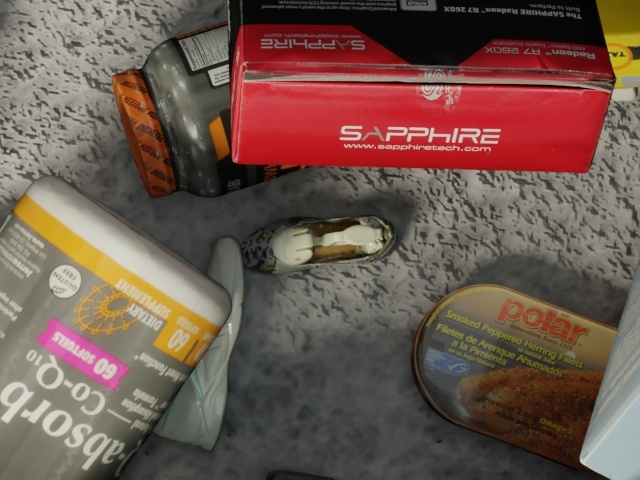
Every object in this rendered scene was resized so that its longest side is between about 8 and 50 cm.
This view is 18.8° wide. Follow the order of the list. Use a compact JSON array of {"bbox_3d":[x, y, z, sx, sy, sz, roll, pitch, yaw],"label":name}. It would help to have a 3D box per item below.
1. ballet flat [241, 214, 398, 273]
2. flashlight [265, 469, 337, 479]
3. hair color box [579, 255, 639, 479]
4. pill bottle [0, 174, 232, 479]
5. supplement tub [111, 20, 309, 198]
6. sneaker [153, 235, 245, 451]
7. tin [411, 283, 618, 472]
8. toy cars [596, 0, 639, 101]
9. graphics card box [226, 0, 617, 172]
[{"bbox_3d":[0.000,0.000,1.384,0.114,0.041,0.041,-6,83,-7],"label":"ballet flat"},{"bbox_3d":[0.104,0.232,1.331,0.304,0.103,0.103,13,82,-4],"label":"flashlight"},{"bbox_3d":[0.310,0.039,1.271,0.185,0.113,0.374,30,40,-2],"label":"hair color box"},{"bbox_3d":[-0.195,0.109,1.278,0.162,0.162,0.278,34,89,-1],"label":"pill bottle"},{"bbox_3d":[-0.043,-0.100,1.354,0.190,0.117,0.117,-19,85,-8],"label":"supplement tub"},{"bbox_3d":[-0.087,0.068,1.358,0.061,0.054,0.152,11,82,-2],"label":"sneaker"},{"bbox_3d":[0.157,0.099,1.390,0.189,0.040,0.106,21,84,-3],"label":"tin"},{"bbox_3d":[0.299,-0.205,1.401,0.393,0.087,0.176,-33,51,-10],"label":"toy cars"},{"bbox_3d":[0.051,-0.201,1.297,0.232,0.094,0.371,0,47,-6],"label":"graphics card box"}]
